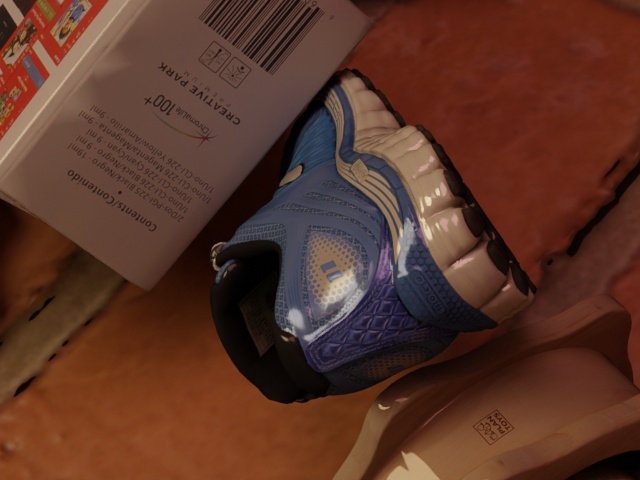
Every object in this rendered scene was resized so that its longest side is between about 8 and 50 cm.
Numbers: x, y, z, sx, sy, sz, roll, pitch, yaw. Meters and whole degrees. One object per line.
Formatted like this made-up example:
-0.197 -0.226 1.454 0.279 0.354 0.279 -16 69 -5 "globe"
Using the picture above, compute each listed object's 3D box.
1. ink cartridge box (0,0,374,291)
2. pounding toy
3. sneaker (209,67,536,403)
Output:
-0.154 -0.118 0.980 0.272 0.130 0.309 -49 36 8 "ink cartridge box"
0.098 0.153 0.787 0.269 0.154 0.155 -20 48 -29 "pounding toy"
0.000 0.000 0.863 0.147 0.130 0.330 -33 11 0 "sneaker"
